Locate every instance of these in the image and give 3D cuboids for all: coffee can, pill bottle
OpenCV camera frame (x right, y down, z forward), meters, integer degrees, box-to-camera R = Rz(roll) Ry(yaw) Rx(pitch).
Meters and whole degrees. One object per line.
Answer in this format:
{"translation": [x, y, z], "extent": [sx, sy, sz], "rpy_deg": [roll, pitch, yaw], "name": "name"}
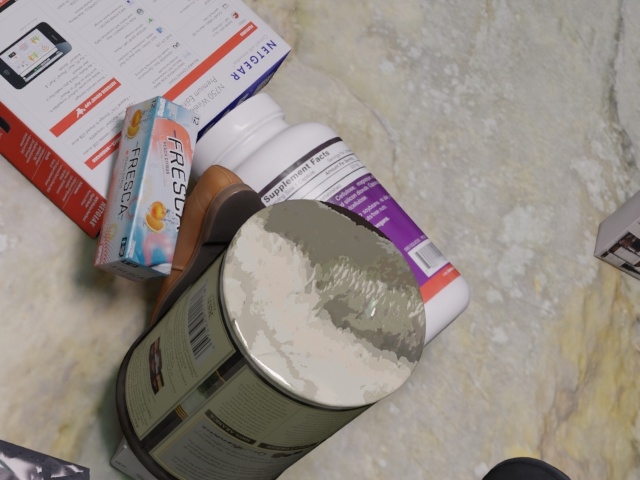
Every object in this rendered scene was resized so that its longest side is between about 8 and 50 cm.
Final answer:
{"translation": [-0.053, 0.111, 1.426], "extent": [0.201, 0.275, 0.202], "rpy_deg": [13, 59, -23], "name": "coffee can"}
{"translation": [0.000, 0.000, 1.639], "extent": [0.323, 0.181, 0.181], "rpy_deg": [49, 54, 6], "name": "pill bottle"}

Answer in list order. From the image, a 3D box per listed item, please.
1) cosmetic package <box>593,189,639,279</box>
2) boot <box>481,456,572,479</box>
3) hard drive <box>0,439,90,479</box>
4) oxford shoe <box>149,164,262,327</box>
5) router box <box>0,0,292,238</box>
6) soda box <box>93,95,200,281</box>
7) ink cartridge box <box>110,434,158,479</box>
{"translation": [0.442, -0.033, 1.840], "extent": [0.099, 0.239, 0.060], "rpy_deg": [26, 54, -11], "name": "cosmetic package"}
{"translation": [0.142, 0.348, 1.399], "extent": [0.445, 0.146, 0.367], "rpy_deg": [27, 46, -54], "name": "boot"}
{"translation": [-0.319, 0.308, 1.387], "extent": [0.172, 0.054, 0.255], "rpy_deg": [21, 56, -15], "name": "hard drive"}
{"translation": [-0.129, 0.017, 1.574], "extent": [0.076, 0.212, 0.076], "rpy_deg": [7, 30, -42], "name": "oxford shoe"}
{"translation": [-0.247, -0.213, 1.696], "extent": [0.301, 0.082, 0.335], "rpy_deg": [44, 53, 1], "name": "router box"}
{"translation": [-0.178, -0.053, 1.555], "extent": [0.058, 0.063, 0.183], "rpy_deg": [23, 67, -37], "name": "soda box"}
{"translation": [-0.146, 0.193, 1.538], "extent": [0.088, 0.052, 0.122], "rpy_deg": [32, 55, -9], "name": "ink cartridge box"}
